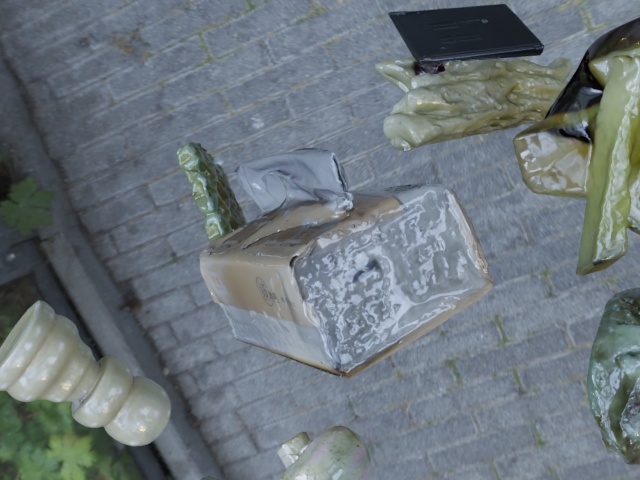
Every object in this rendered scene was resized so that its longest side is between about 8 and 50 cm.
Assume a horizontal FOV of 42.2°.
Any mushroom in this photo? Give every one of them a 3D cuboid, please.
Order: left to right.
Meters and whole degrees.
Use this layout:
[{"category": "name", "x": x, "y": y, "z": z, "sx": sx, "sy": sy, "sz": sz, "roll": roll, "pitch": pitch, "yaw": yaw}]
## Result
[{"category": "mushroom", "x": 0.000, "y": 0.177, "z": 0.630, "sx": 0.083, "sy": 0.084, "sz": 0.067, "roll": -48, "pitch": 70, "yaw": 14}]

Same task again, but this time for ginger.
[{"category": "ginger", "x": 0.483, "y": -0.107, "z": 1.024, "sx": 0.414, "sy": 0.211, "sz": 0.358, "roll": -27, "pitch": 130, "yaw": 27}]

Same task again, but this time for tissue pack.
[{"category": "tissue pack", "x": 0.000, "y": 0.000, "z": 0.948, "sx": 0.239, "sy": 0.305, "sz": 0.238, "roll": 0, "pitch": 91, "yaw": -25}]

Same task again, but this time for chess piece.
[{"category": "chess piece", "x": -0.386, "y": 0.239, "z": 1.394, "sx": 0.300, "sy": 0.167, "sz": 0.167, "roll": 34, "pitch": 105, "yaw": -20}]

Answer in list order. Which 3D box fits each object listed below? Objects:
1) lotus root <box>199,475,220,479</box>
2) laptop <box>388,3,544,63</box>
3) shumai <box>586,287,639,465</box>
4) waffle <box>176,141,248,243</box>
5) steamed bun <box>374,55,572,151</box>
[{"category": "lotus root", "x": -0.183, "y": 0.472, "z": 1.403, "sx": 0.144, "sy": 0.143, "sz": 0.070, "roll": 26, "pitch": 123, "yaw": 20}, {"category": "laptop", "x": 0.209, "y": -0.304, "z": 1.199, "sx": 0.197, "sy": 0.135, "sz": 0.016, "roll": -8, "pitch": 138, "yaw": -17}, {"category": "shumai", "x": 0.616, "y": 0.226, "z": 1.383, "sx": 0.264, "sy": 0.304, "sz": 0.309, "roll": -4, "pitch": 77, "yaw": 35}, {"category": "waffle", "x": -0.160, "y": -0.029, "z": 1.414, "sx": 0.056, "sy": 0.309, "sz": 0.291, "roll": -23, "pitch": 85, "yaw": 0}, {"category": "steamed bun", "x": 0.250, "y": -0.269, "z": 1.461, "sx": 0.428, "sy": 0.247, "sz": 0.189, "roll": -15, "pitch": 93, "yaw": -31}]
